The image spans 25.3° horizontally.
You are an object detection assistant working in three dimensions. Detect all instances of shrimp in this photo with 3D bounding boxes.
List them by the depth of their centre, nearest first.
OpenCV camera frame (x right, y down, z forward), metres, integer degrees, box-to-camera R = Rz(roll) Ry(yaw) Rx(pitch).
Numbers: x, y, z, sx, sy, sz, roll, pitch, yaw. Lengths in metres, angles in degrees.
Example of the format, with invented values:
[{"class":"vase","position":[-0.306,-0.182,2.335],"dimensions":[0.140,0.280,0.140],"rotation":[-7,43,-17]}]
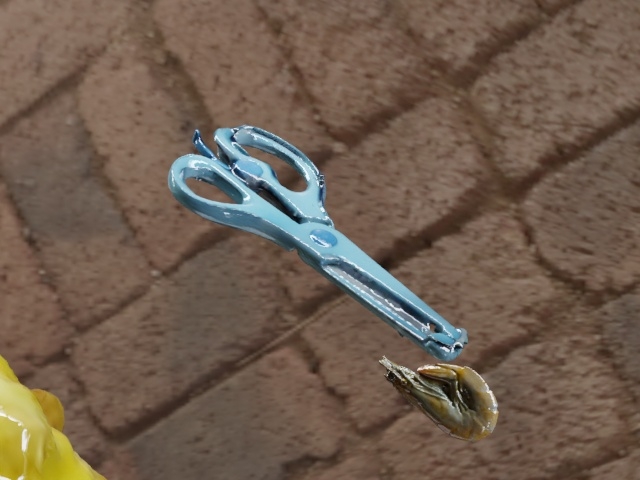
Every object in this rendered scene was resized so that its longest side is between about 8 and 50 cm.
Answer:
[{"class":"shrimp","position":[0.100,0.121,1.176],"dimensions":[0.108,0.023,0.059],"rotation":[39,113,6]}]

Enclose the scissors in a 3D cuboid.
[{"class":"scissors","position":[0.000,0.000,1.478],"dimensions":[0.393,0.180,0.032],"rotation":[39,131,25]}]

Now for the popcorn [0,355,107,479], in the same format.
[{"class":"popcorn","position":[-0.174,0.193,0.677],"dimensions":[0.281,0.316,0.297],"rotation":[15,105,38]}]
